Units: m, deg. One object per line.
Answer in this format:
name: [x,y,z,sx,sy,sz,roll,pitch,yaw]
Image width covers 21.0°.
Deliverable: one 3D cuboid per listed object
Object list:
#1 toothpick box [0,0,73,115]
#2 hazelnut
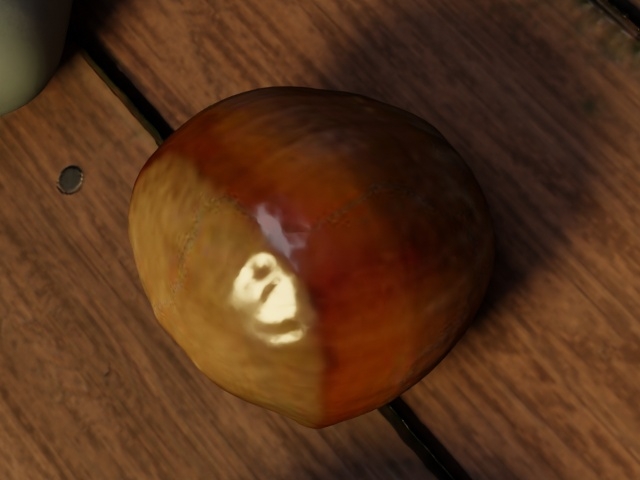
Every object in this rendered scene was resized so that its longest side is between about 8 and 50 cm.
toothpick box: [-0.279,-0.233,1.141,0.263,0.263,0.355,2,78,24]
hazelnut: [0.000,0.000,1.003,0.214,0.176,0.214,2,63,-3]
